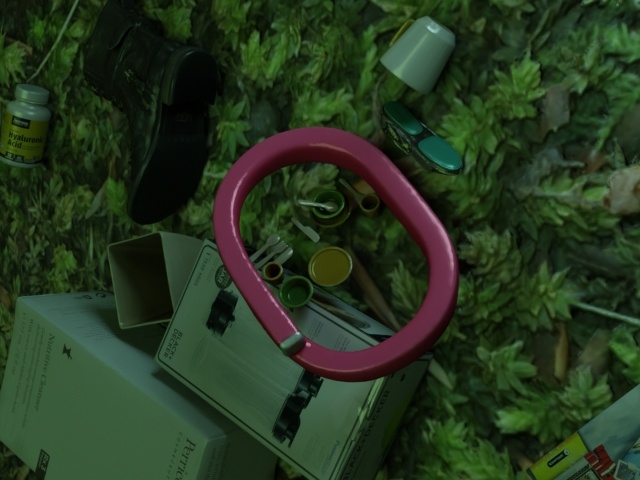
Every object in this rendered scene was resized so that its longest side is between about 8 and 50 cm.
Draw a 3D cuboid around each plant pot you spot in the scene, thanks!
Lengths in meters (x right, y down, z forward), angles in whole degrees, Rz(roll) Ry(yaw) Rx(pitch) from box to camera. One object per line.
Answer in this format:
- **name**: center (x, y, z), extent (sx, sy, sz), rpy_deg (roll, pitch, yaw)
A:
- **plant pot**: center (-0.191, 0.048, 1.132), extent (0.109, 0.096, 0.109), rpy_deg (-13, 85, 40)

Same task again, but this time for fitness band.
- **fitness band**: center (0.011, 0.006, 0.913), extent (0.209, 0.054, 0.290), rpy_deg (-33, 63, -6)

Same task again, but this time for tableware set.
- **tableware set**: center (0.000, 0.000, 0.960), extent (0.154, 0.024, 0.104), rpy_deg (-40, 60, -10)

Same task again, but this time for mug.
- **mug**: center (0.097, -0.195, 0.900), extent (0.078, 0.062, 0.064), rpy_deg (44, 112, 20)

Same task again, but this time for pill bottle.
- **pill bottle**: center (-0.441, -0.172, 1.337), extent (0.065, 0.065, 0.116), rpy_deg (29, 112, 34)

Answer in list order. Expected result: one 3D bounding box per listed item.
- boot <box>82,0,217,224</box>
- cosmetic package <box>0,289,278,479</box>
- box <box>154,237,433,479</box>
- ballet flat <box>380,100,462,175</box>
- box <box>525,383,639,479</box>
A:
- **boot**: center (-0.242, -0.177, 1.173), extent (0.229, 0.091, 0.262), rpy_deg (32, 110, 39)
- **cosmetic package**: center (-0.242, 0.237, 1.152), extent (0.385, 0.156, 0.217), rpy_deg (25, 108, 36)
- **box**: center (-0.038, 0.133, 1.001), extent (0.290, 0.087, 0.169), rpy_deg (28, 98, 35)
- **ballet flat**: center (0.103, -0.098, 0.922), extent (0.114, 0.041, 0.041), rpy_deg (48, 121, 26)
- **box**: center (0.311, 0.200, 0.767), extent (0.233, 0.044, 0.159), rpy_deg (-49, 64, 31)
